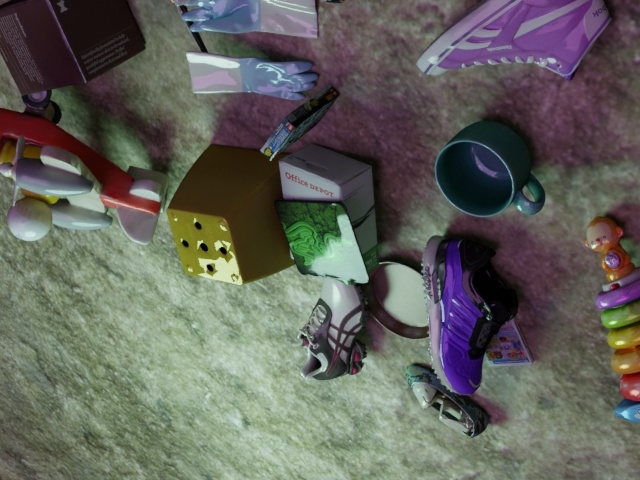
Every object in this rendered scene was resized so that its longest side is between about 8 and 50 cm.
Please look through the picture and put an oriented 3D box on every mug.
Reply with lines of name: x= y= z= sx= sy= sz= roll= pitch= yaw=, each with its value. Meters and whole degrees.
mug: x=0.259 y=-0.104 z=1.445 sx=0.129 sy=0.097 sz=0.158 roll=-22 pitch=106 yaw=45

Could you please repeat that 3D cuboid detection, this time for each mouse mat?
mouse mat: x=0.000 y=0.000 z=1.642 sx=0.190 sy=0.007 sz=0.152 roll=5 pitch=121 yaw=50

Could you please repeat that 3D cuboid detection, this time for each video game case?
video game case: x=0.312 y=0.167 z=1.668 sx=0.087 sy=0.011 sz=0.122 roll=-10 pitch=114 yaw=41

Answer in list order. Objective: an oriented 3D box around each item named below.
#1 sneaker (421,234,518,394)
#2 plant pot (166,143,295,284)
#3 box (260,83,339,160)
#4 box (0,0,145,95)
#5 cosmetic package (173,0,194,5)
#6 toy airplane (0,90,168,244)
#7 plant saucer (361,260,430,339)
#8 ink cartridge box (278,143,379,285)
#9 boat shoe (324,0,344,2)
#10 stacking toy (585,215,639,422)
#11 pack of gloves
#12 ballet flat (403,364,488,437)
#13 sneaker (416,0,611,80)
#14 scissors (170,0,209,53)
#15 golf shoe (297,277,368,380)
sneaker: x=0.261 y=0.135 z=1.602 sx=0.146 sy=0.102 sz=0.293 roll=2 pitch=114 yaw=33
plant pot: x=-0.160 y=-0.035 z=1.759 sx=0.212 sy=0.187 sz=0.212 roll=10 pitch=126 yaw=33
box: x=-0.033 y=-0.195 z=1.576 sx=0.027 sy=0.137 sz=0.094 roll=46 pitch=138 yaw=2
box: x=-0.472 y=-0.384 z=1.757 sx=0.203 sy=0.168 sz=0.167 roll=-1 pitch=119 yaw=39
cosmetic package: x=-0.216 y=-0.547 z=1.387 sx=0.155 sy=0.197 sz=0.365 roll=-20 pitch=114 yaw=-2
toy airplane: x=-0.495 y=-0.100 z=1.889 sx=0.384 sy=0.272 sz=0.386 roll=23 pitch=162 yaw=44
plant saucer: x=0.154 y=0.104 z=1.733 sx=0.168 sy=0.029 sz=0.168 roll=21 pitch=131 yaw=26
ink cartridge box: x=0.016 y=-0.048 z=1.668 sx=0.153 sy=0.087 sz=0.208 roll=26 pitch=135 yaw=38
boat shoe: x=0.037 y=-0.417 z=1.430 sx=0.049 sy=0.042 sz=0.133 roll=58 pitch=134 yaw=39
stacking toy: x=0.475 y=0.101 z=1.414 sx=0.175 sy=0.166 sz=0.302 roll=-28 pitch=86 yaw=50
pack of gloves: x=-0.120 y=-0.314 z=1.570 sx=0.232 sy=0.046 sz=0.195 roll=5 pitch=127 yaw=12
ballet flat: x=0.228 y=0.305 z=1.798 sx=0.188 sy=0.070 sz=0.070 roll=32 pitch=135 yaw=16
sneaker: x=0.267 y=-0.265 z=1.320 sx=0.282 sy=0.102 sz=0.161 roll=-27 pitch=105 yaw=46
scissors: x=-0.240 y=-0.393 z=1.576 sx=0.021 sy=0.109 sz=0.297 roll=-12 pitch=118 yaw=14
golf shoe: x=0.021 y=0.158 z=1.795 sx=0.105 sy=0.120 sz=0.273 roll=45 pitch=145 yaw=49
